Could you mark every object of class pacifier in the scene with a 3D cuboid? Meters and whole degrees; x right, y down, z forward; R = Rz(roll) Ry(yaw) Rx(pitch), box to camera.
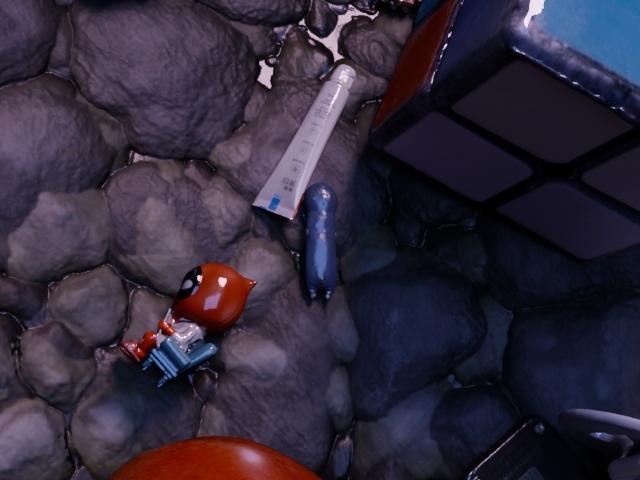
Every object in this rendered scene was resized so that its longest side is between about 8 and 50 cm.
[{"bbox_3d":[0.387,0.186,0.998,0.287,0.238,0.225,23,72,-5],"label":"pacifier"}]

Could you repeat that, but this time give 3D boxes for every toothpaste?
[{"bbox_3d":[-0.010,-0.108,1.084,0.048,0.031,0.190,21,69,14],"label":"toothpaste"}]

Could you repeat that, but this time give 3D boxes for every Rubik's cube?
[{"bbox_3d":[0.280,-0.195,1.031,0.316,0.313,0.318,28,69,-12],"label":"Rubik's cube"}]

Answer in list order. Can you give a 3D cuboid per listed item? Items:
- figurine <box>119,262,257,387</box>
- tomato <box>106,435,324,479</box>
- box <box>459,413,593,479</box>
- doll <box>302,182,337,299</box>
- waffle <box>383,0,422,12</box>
[{"bbox_3d":[-0.120,0.077,0.975,0.075,0.068,0.140,43,69,3],"label":"figurine"},{"bbox_3d":[-0.092,0.317,0.770,0.290,0.293,0.325,30,80,9],"label":"tomato"},{"bbox_3d":[0.219,0.257,1.041,0.125,0.027,0.126,-37,87,-23],"label":"box"},{"bbox_3d":[0.000,0.000,1.057,0.037,0.027,0.125,4,76,-14],"label":"doll"},{"bbox_3d":[0.095,-0.303,1.174,0.075,0.029,0.083,43,66,-1],"label":"waffle"}]
